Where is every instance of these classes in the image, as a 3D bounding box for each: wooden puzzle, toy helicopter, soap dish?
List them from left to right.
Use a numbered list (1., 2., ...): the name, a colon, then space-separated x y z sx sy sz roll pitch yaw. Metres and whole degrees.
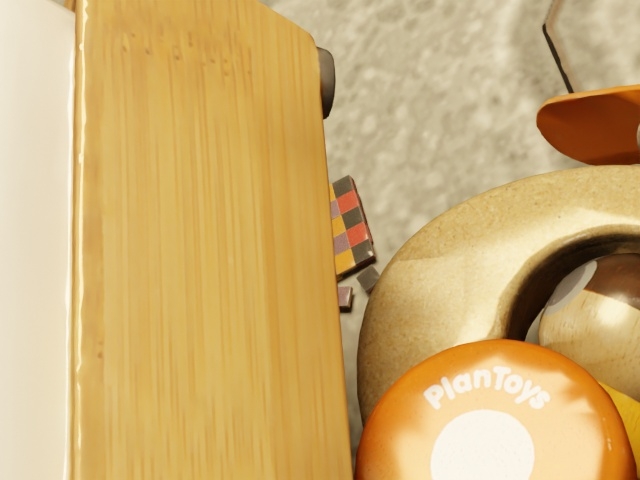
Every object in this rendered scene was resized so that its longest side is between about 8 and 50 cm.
1. soap dish: -0.075 0.062 0.479 0.118 0.291 0.229 2 66 -15
2. wooden puzzle: 0.000 0.000 0.632 0.049 0.006 0.083 -28 54 17
3. toy helicopter: 0.185 0.023 0.447 0.355 0.140 0.235 -7 55 17
